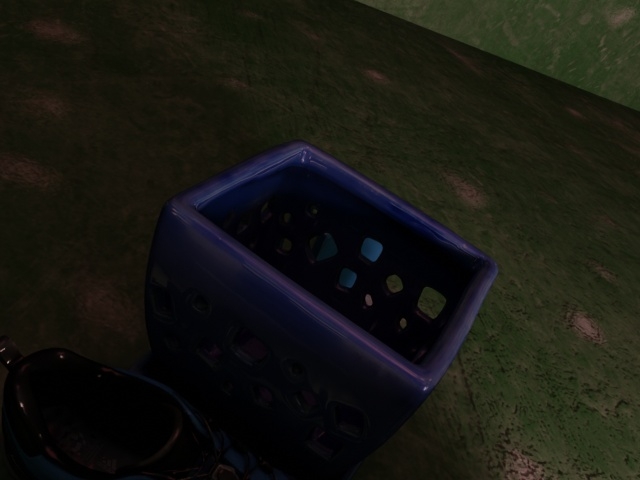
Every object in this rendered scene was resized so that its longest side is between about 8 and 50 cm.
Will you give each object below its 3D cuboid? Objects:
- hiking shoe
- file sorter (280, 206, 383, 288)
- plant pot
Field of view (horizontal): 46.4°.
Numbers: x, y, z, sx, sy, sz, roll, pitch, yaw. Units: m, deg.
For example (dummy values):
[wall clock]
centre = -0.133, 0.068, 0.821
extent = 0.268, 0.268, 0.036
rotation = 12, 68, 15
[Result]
[hiking shoe]
centre = -0.085, 0.173, 0.491
extent = 0.303, 0.132, 0.113
rotation = 23, 56, 4
[file sorter]
centre = 0.000, 0.000, 0.884
extent = 0.104, 0.118, 0.170
rotation = 36, 30, 25
[plant pot]
centre = -0.014, 0.077, 0.648
extent = 0.235, 0.212, 0.236
rotation = 33, 30, 12
